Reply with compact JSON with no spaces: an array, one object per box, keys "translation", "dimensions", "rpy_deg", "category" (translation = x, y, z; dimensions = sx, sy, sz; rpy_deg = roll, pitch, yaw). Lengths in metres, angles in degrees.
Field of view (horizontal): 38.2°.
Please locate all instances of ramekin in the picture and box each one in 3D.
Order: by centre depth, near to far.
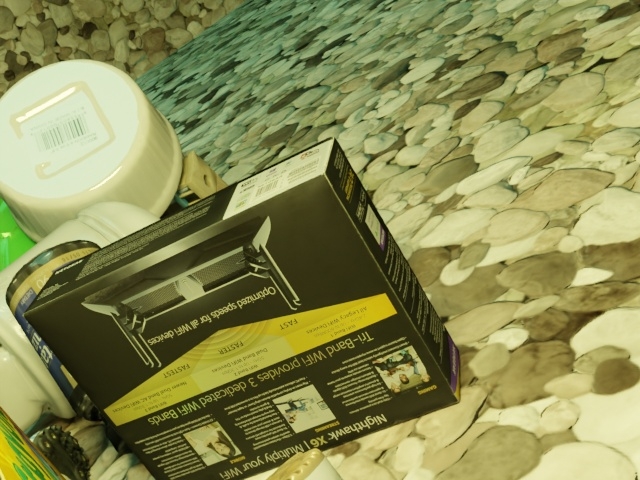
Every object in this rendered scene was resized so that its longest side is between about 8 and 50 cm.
[{"translation":[-0.353,-0.130,1.355],"dimensions":[0.277,0.135,0.277],"rpy_deg":[-3,65,6],"category":"ramekin"}]

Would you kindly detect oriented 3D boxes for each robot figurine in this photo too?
[{"translation":[-0.307,0.086,1.196],"dimensions":[0.299,0.200,0.353],"rpy_deg":[20,53,42],"category":"robot figurine"}]

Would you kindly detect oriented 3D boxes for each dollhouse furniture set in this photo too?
[{"translation":[-0.216,-0.012,1.433],"dimensions":[0.129,0.129,0.184],"rpy_deg":[-21,48,23],"category":"dollhouse furniture set"}]

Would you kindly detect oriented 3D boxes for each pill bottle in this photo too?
[{"translation":[-0.237,0.116,1.004],"dimensions":[0.122,0.219,0.123],"rpy_deg":[-34,-19,-14],"category":"pill bottle"}]

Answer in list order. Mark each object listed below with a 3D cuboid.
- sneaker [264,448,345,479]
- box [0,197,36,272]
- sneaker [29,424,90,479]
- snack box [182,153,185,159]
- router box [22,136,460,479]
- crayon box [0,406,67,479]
[{"translation":[0.005,0.231,0.637],"dimensions":[0.099,0.153,0.282],"rpy_deg":[-41,-7,-15],"category":"sneaker"},{"translation":[-0.442,-0.001,1.518],"dimensions":[0.262,0.126,0.231],"rpy_deg":[-46,-10,-22],"category":"box"},{"translation":[-0.304,0.275,0.951],"dimensions":[0.086,0.085,0.237],"rpy_deg":[-34,17,16],"category":"sneaker"},{"translation":[-0.281,-0.141,1.785],"dimensions":[0.037,0.100,0.141],"rpy_deg":[-30,22,4],"category":"snack box"},{"translation":[-0.065,0.083,0.825],"dimensions":[0.308,0.243,0.081],"rpy_deg":[-23,23,19],"category":"router box"},{"translation":[-0.140,0.226,0.518],"dimensions":[0.106,0.313,0.363],"rpy_deg":[-39,23,-19],"category":"crayon box"}]
